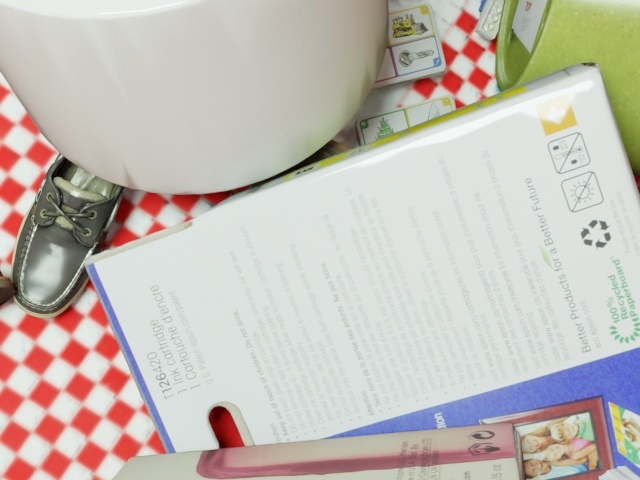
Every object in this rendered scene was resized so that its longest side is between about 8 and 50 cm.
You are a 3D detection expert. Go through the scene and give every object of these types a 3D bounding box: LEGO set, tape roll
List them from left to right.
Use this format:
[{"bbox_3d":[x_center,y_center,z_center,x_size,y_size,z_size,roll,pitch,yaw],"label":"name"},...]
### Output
[{"bbox_3d":[-0.083,-0.170,0.523,0.246,0.169,0.246,-2,65,4],"label":"tape roll"},{"bbox_3d":[0.120,-0.159,0.690,0.244,0.060,0.182,-17,98,-14],"label":"LEGO set"}]

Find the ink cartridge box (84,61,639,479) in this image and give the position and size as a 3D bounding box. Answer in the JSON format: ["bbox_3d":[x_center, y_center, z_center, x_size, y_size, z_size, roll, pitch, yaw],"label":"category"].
[{"bbox_3d":[0.061,0.091,0.559,0.307,0.072,0.303,-19,100,14],"label":"ink cartridge box"}]

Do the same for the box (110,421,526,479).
[{"bbox_3d":[-0.001,0.195,0.492,0.232,0.127,0.148,-7,101,10],"label":"box"}]

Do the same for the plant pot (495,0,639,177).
[{"bbox_3d":[0.274,-0.131,0.598,0.294,0.275,0.274,12,78,-4],"label":"plant pot"}]

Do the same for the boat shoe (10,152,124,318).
[{"bbox_3d":[-0.155,-0.026,0.586,0.056,0.049,0.152,19,76,-8],"label":"boat shoe"}]

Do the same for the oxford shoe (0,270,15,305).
[{"bbox_3d":[-0.289,0.028,0.537,0.212,0.076,0.076,-8,72,-15],"label":"oxford shoe"}]

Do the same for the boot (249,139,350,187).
[{"bbox_3d":[0.000,0.000,0.604,0.219,0.082,0.106,26,74,-10],"label":"boot"}]
